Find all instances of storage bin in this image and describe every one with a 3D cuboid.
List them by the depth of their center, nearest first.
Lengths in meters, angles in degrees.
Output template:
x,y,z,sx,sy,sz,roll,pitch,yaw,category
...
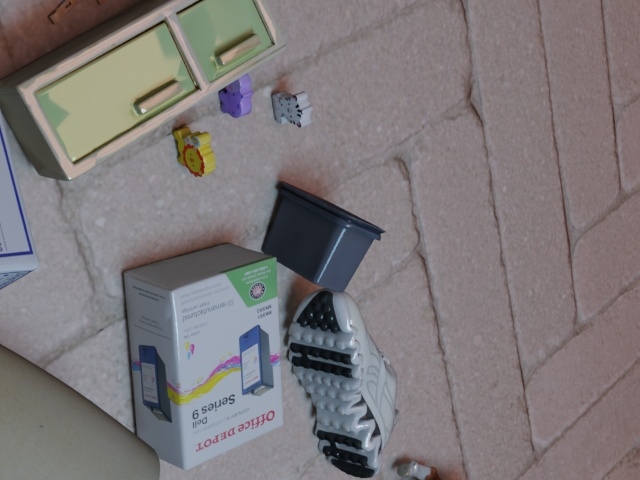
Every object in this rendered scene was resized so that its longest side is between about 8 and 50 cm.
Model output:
x,y,z,sx,sy,sz,roll,pitch,yaw,category
0.000,0.000,1.321,0.098,0.135,0.091,21,97,-46,storage bin

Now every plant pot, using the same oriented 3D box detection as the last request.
x,y,z,sx,sy,sz,roll,pitch,yaw,category
-0.327,0.186,0.971,0.274,0.256,0.256,51,63,-20,plant pot

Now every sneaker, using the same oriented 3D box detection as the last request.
x,y,z,sx,sy,sz,roll,pitch,yaw,category
0.039,0.167,1.425,0.118,0.110,0.292,-45,137,-38,sneaker

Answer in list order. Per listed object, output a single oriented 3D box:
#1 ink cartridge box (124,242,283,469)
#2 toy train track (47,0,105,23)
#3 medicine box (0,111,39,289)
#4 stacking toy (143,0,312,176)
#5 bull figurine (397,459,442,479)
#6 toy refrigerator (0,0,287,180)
x,y,z,sx,sy,sz,roll,pitch,yaw,category
-0.127,0.126,1.244,0.154,0.093,0.212,-17,114,-43,ink cartridge box
-0.235,-0.243,1.094,0.083,0.014,0.048,-50,131,-24,toy train track
-0.390,-0.069,0.812,0.289,0.149,0.263,-7,78,-45,medicine box
-0.097,-0.200,1.218,0.167,0.052,0.221,-28,119,-38,stacking toy
0.131,0.470,1.589,0.188,0.101,0.310,42,71,-41,bull figurine
-0.171,-0.170,1.085,0.269,0.094,0.102,-35,114,-25,toy refrigerator
